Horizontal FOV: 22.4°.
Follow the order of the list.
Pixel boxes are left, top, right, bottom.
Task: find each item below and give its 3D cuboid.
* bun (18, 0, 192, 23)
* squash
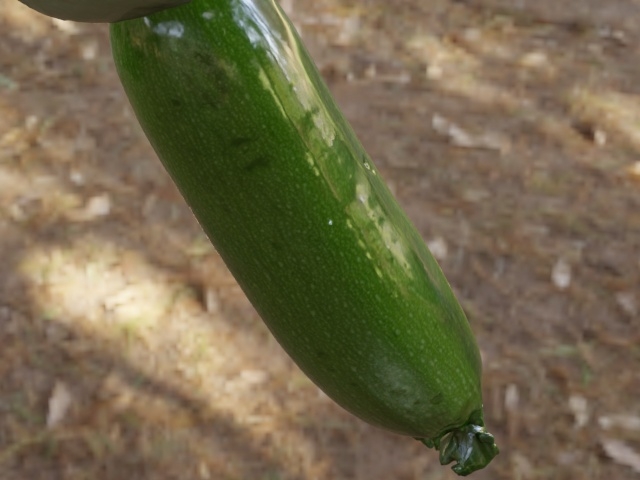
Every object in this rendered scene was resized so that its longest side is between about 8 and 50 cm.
[{"bbox_3d":[-0.084,-0.247,0.692,0.283,0.179,0.283,-11,63,22],"label":"bun"},{"bbox_3d":[0.000,0.000,0.859,0.101,0.378,0.101,-22,37,17],"label":"squash"}]
